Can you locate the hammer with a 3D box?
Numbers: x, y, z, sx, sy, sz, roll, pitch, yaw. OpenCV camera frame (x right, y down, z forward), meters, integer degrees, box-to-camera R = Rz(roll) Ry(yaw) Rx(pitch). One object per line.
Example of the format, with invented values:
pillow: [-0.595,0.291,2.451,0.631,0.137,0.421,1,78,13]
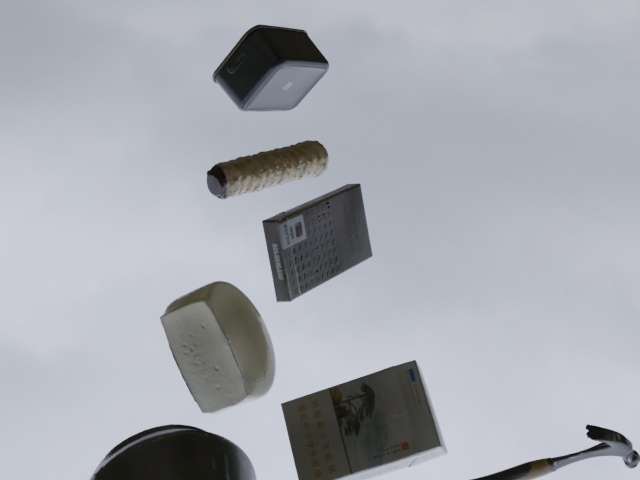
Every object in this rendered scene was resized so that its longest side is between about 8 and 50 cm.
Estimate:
hammer: [0.254,0.255,1.195,0.201,0.078,0.021,-24,-142,28]

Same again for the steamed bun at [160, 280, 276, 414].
steamed bun: [-0.188,0.200,2.041,0.146,0.242,0.164,-22,-176,28]

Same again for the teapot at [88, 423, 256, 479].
teapot: [-0.237,0.491,1.612,0.376,0.306,0.362,-1,-150,-26]

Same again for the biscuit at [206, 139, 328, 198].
biscuit: [-0.076,-0.102,1.531,0.055,0.061,0.219,21,-151,40]

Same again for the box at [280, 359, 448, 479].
box: [0.067,0.296,1.660,0.233,0.067,0.150,-19,-114,8]

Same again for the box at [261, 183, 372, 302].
box: [0.000,-0.001,2.306,0.047,0.180,0.325,0,-163,37]

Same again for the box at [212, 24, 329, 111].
box: [-0.086,-0.309,1.927,0.090,0.144,0.201,52,-154,14]
